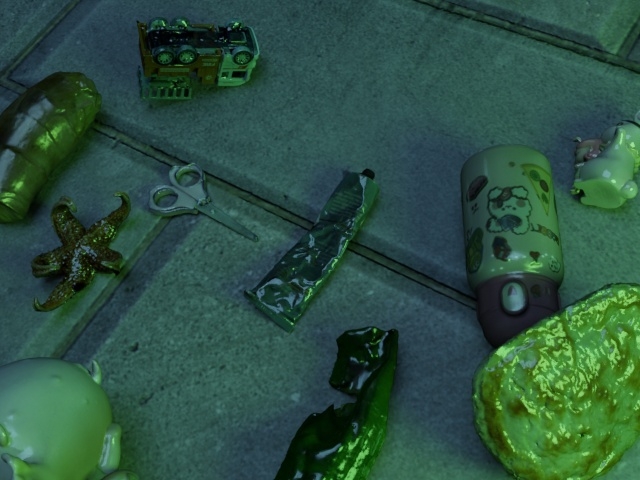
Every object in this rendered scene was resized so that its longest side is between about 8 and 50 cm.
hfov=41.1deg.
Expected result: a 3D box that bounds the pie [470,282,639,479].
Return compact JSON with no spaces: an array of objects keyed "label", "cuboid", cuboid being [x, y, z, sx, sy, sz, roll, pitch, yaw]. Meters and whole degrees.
[{"label":"pie","cuboid":[0.276,0.158,0.927,0.248,0.201,0.090,-26,17,-12]}]

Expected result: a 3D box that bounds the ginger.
[{"label":"ginger","cuboid":[-0.434,-0.147,1.283,0.109,0.116,0.263,-7,52,57]}]

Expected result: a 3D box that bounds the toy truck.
[{"label":"toy truck","cuboid":[-0.190,-0.275,1.309,0.178,0.115,0.080,-4,55,-18]}]

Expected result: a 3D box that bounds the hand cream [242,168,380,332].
[{"label":"hand cream","cuboid":[0.000,0.000,1.132,0.075,0.052,0.248,28,68,26]}]

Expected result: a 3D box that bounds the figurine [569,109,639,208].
[{"label":"figurine","cuboid":[0.376,-0.121,1.111,0.098,0.081,0.146,15,64,20]}]

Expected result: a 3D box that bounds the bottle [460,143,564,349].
[{"label":"bottle","cuboid":[0.234,0.014,1.036,0.120,0.120,0.253,-4,58,9]}]

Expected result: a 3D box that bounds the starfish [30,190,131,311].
[{"label":"starfish","cuboid":[-0.329,0.020,1.174,0.146,0.074,0.190,5,60,16]}]

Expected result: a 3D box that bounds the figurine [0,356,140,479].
[{"label":"figurine","cuboid":[-0.252,0.297,0.901,0.226,0.274,0.394,-41,78,-10]}]

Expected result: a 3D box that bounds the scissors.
[{"label":"scissors","cuboid":[-0.161,-0.045,1.215,0.189,0.015,0.100,31,67,25]}]

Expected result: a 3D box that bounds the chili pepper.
[{"label":"chili pepper","cuboid":[0.027,0.211,0.984,0.099,0.083,0.253,10,58,28]}]
